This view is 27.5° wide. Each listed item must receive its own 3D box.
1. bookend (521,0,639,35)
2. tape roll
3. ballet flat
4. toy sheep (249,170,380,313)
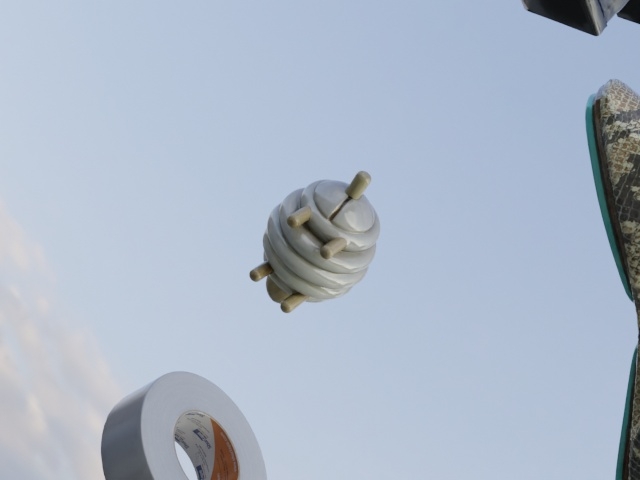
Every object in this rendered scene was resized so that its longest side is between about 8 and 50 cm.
[{"bbox_3d":[0.188,-0.171,0.783,0.072,0.157,0.156,32,-18,44],"label":"bookend"},{"bbox_3d":[-0.162,0.272,1.582,0.072,0.219,0.219,-30,-79,28],"label":"tape roll"},{"bbox_3d":[0.370,0.077,1.273,0.182,0.164,0.483,-3,-88,31],"label":"ballet flat"},{"bbox_3d":[0.000,0.000,0.944,0.091,0.091,0.132,47,-54,8],"label":"toy sheep"}]
